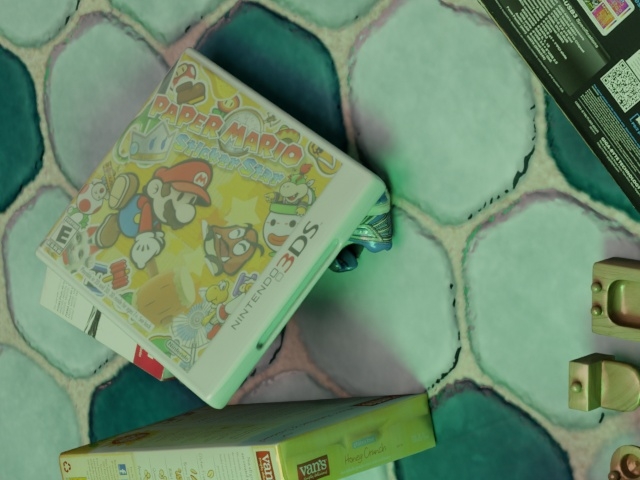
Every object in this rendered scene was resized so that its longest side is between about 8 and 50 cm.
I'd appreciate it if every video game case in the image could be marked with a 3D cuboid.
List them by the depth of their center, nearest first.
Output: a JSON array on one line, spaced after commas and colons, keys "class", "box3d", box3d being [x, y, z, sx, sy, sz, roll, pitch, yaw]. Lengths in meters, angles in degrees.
[{"class": "video game case", "box3d": [-0.089, -0.015, 1.479, 0.227, 0.026, 0.206, 37, 90, 37]}]

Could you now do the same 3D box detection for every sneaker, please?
[{"class": "sneaker", "box3d": [0.000, 0.000, 1.485, 0.135, 0.052, 0.058, -15, 93, 43]}]

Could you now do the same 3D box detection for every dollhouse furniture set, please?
[{"class": "dollhouse furniture set", "box3d": [0.214, 0.103, 1.267, 0.144, 0.123, 0.151, 10, 105, 40]}]

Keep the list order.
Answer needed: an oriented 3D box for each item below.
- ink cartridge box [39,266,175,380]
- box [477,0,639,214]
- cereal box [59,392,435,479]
[{"class": "ink cartridge box", "box3d": [-0.135, 0.047, 1.572, 0.150, 0.109, 0.063, 29, 115, 34]}, {"class": "box", "box3d": [0.261, -0.113, 1.134, 0.295, 0.073, 0.293, 54, 145, 6]}, {"class": "cereal box", "box3d": [-0.057, 0.159, 1.485, 0.240, 0.173, 0.047, -7, 94, 43]}]
